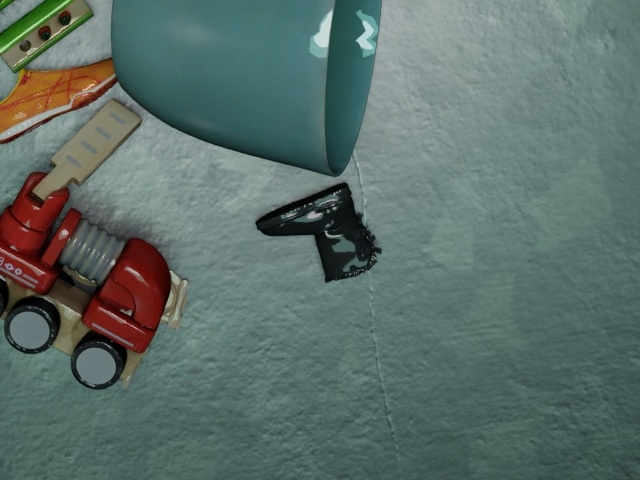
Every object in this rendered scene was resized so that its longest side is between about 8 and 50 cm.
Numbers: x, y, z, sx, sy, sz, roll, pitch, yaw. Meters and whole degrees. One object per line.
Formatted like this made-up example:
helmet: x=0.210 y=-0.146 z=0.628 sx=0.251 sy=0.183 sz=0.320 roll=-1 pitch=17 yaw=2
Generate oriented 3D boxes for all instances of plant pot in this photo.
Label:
plant pot: x=-0.076 y=-0.227 z=1.807 sx=0.235 sy=0.293 sz=0.293 roll=9 pitch=101 yaw=10

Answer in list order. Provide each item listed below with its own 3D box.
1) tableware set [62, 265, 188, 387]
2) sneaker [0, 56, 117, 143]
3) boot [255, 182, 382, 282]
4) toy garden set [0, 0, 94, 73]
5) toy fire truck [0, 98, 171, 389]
tableware set: x=-0.240 y=0.073 z=1.981 sx=0.169 sy=0.020 sz=0.141 roll=30 pitch=98 yaw=-9
sneaker: x=-0.289 y=-0.164 z=1.912 sx=0.175 sy=0.064 sz=0.067 roll=-24 pitch=91 yaw=-1
boot: x=0.000 y=0.000 z=1.969 sx=0.121 sy=0.045 sz=0.099 roll=-21 pitch=104 yaw=0
toy garden set: x=-0.299 y=-0.319 z=1.838 sx=0.204 sy=0.049 sz=0.244 roll=-38 pitch=125 yaw=-6
toy fire truck: x=-0.244 y=-0.004 z=1.895 sx=0.217 sy=0.158 sz=0.246 roll=29 pitch=109 yaw=-6
